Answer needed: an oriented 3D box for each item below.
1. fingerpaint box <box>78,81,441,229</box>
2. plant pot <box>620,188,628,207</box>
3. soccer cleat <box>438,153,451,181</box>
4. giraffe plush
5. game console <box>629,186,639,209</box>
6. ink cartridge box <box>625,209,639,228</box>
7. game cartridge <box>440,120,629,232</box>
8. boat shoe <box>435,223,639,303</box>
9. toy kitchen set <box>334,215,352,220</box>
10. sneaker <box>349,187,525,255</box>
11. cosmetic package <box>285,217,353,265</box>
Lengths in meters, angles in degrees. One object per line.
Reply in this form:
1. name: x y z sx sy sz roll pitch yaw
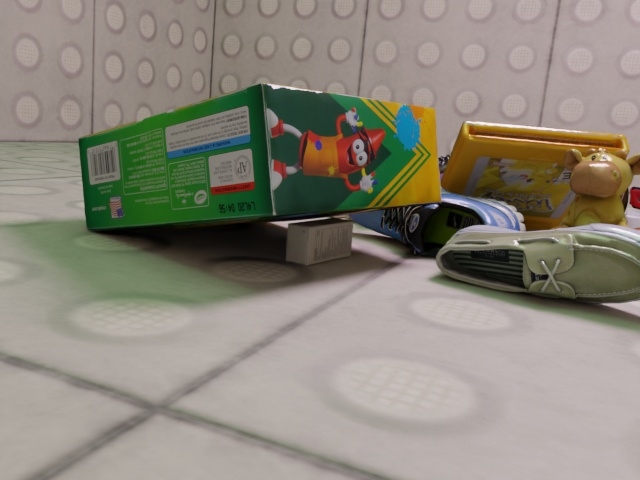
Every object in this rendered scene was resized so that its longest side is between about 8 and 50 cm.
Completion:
1. fingerpaint box: -0.098 -0.108 0.950 0.445 0.163 0.371 -2 4 41
2. plant pot: 0.636 -0.101 1.428 0.215 0.215 0.230 15 1 42
3. soccer cleat: 0.295 -0.151 1.558 0.109 0.116 0.318 -20 5 -4
4. giraffe plush: 0.444 -0.060 0.954 0.182 0.170 0.210 8 12 13
5. game console: 0.968 -0.072 1.414 0.342 0.060 0.386 4 11 -3
6. ink cartridge box: 0.882 -0.014 1.388 0.333 0.065 0.165 10 11 29
7. game cartridge: 0.377 -0.099 1.157 0.286 0.052 0.323 5 -29 1
8. boat shoe: 0.300 0.038 0.806 0.302 0.109 0.094 3 22 41
9. toy kitchen set: 0.119 -0.122 1.303 0.122 0.165 0.207 -5 15 -41
10. sneaker: 0.176 -0.046 1.050 0.330 0.129 0.147 14 11 35
11. cosmetic package: 0.000 0.000 0.908 0.041 0.060 0.115 12 11 36
